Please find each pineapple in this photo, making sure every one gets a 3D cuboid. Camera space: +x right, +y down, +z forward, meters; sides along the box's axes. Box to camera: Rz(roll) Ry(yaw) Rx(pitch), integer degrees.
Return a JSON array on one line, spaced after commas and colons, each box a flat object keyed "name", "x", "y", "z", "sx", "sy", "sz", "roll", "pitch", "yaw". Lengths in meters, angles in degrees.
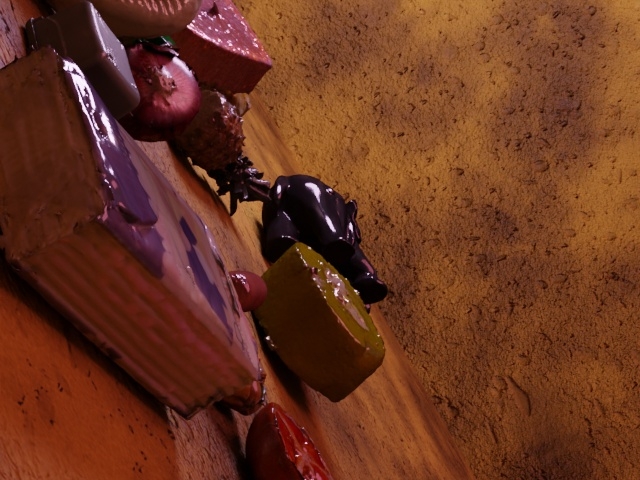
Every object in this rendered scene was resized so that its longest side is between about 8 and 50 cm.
[{"name": "pineapple", "x": -0.166, "y": -0.145, "z": 2.207, "sx": 0.248, "sy": 0.128, "sz": 0.128, "roll": 60, "pitch": 5, "yaw": -46}]

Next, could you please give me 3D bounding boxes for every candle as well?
[{"name": "candle", "x": -0.218, "y": -0.400, "z": 2.433, "sx": 0.287, "sy": 0.131, "sz": 0.317, "roll": 39, "pitch": 24, "yaw": -14}]

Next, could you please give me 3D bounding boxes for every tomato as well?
[{"name": "tomato", "x": -0.041, "y": 0.273, "z": 1.497, "sx": 0.155, "sy": 0.069, "sz": 0.155, "roll": 56, "pitch": 8, "yaw": -11}]

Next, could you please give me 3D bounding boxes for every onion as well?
[{"name": "onion", "x": -0.259, "y": -0.208, "z": 1.845, "sx": 0.140, "sy": 0.150, "sz": 0.150, "roll": -15, "pitch": -71, "yaw": 55}]

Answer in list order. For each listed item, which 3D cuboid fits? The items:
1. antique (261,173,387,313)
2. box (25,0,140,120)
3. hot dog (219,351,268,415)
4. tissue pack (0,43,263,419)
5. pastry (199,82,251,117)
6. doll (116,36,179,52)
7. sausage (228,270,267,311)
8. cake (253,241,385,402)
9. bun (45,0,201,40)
[{"name": "antique", "x": 0.000, "y": 0.000, "z": 2.556, "sx": 0.322, "sy": 0.185, "sz": 0.255, "roll": 51, "pitch": 12, "yaw": -36}, {"name": "box", "x": -0.296, "y": -0.219, "z": 1.600, "sx": 0.124, "sy": 0.093, "sz": 0.172, "roll": 54, "pitch": 9, "yaw": -45}, {"name": "hot dog", "x": -0.129, "y": 0.099, "z": 1.575, "sx": 0.104, "sy": 0.076, "sz": 0.250, "roll": 49, "pitch": 15, "yaw": -58}, {"name": "tissue pack", "x": -0.196, "y": 0.002, "z": 1.249, "sx": 0.242, "sy": 0.125, "sz": 0.343, "roll": 64, "pitch": 5, "yaw": 38}, {"name": "pastry", "x": -0.231, "y": -0.330, "z": 2.613, "sx": 0.192, "sy": 0.093, "sz": 0.182, "roll": 47, "pitch": 13, "yaw": -33}, {"name": "doll", "x": -0.305, "y": -0.331, "z": 1.969, "sx": 0.186, "sy": 0.106, "sz": 0.134, "roll": 40, "pitch": 19, "yaw": -24}, {"name": "sausage", "x": -0.116, "y": 0.074, "z": 1.843, "sx": 0.062, "sy": 0.062, "sz": 0.154, "roll": 61, "pitch": 6, "yaw": 5}, {"name": "cake", "x": -0.012, "y": 0.127, "z": 2.025, "sx": 0.179, "sy": 0.156, "sz": 0.260, "roll": 38, "pitch": 12, "yaw": -31}, {"name": "bun", "x": -0.299, "y": -0.405, "z": 1.836, "sx": 0.259, "sy": 0.259, "sz": 0.160, "roll": 59, "pitch": -29, "yaw": -8}]
